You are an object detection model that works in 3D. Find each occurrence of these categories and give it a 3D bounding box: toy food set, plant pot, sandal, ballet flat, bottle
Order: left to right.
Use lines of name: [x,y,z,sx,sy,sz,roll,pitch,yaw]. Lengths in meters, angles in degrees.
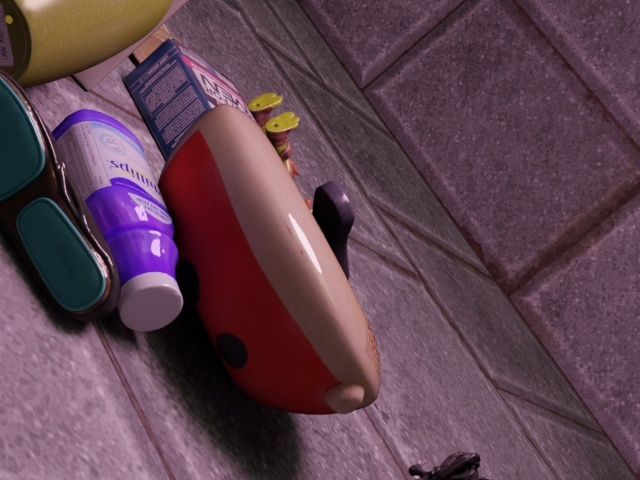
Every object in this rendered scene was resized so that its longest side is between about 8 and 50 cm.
plant pot: [-0.332,-0.289,1.457,0.275,0.274,0.293,47,29,-14]
ballet flat: [-0.281,-0.042,1.268,0.280,0.095,0.096,62,5,8]
bottle: [-0.218,-0.023,1.388,0.118,0.092,0.283,34,21,-43]
toy food set: [-0.267,-0.286,2.091,0.132,0.038,0.192,30,28,-38]
sandal: [0.000,-0.001,1.921,0.097,0.054,0.254,54,-21,27]

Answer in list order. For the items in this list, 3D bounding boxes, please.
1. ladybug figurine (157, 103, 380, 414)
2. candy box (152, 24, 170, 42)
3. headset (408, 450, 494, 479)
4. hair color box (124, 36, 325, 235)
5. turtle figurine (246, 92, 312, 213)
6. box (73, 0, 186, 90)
ladybug figurine: [-0.073,0.033,1.473,0.449,0.161,0.305,60,-5,44]
candy box: [-0.324,-0.391,2.190,0.206,0.027,0.105,31,21,-55]
headset: [0.245,0.430,1.664,0.394,0.185,0.243,61,4,-24]
hair color box: [-0.143,-0.124,1.885,0.174,0.105,0.347,31,24,-54]
turtle figurine: [-0.072,-0.125,2.073,0.270,0.087,0.217,-109,-172,-51]
box: [-0.239,-0.360,1.763,0.121,0.311,0.148,47,13,-12]
